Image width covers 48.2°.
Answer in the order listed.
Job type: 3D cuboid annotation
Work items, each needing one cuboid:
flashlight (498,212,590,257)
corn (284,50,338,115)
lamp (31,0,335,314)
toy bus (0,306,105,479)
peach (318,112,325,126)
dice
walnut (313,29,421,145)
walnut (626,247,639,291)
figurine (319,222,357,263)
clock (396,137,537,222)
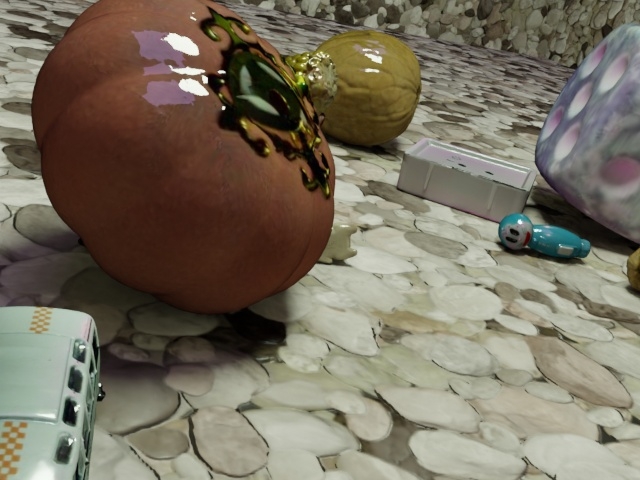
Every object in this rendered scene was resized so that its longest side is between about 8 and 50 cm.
[{"bbox_3d":[0.308,-0.004,0.984,0.129,0.051,0.051,12,23,-10],"label":"flashlight"},{"bbox_3d":[-0.121,-0.142,0.857,0.320,0.097,0.097,-16,8,30],"label":"corn"},{"bbox_3d":[-0.128,-0.071,0.659,0.305,0.239,0.305,42,30,-31],"label":"lamp"},{"bbox_3d":[-0.170,0.113,0.405,0.087,0.089,0.194,6,25,-15],"label":"toy bus"},{"bbox_3d":[-0.121,-0.175,1.104,0.189,0.068,0.279,2,5,-45],"label":"peach"},{"bbox_3d":[0.519,-0.159,1.115,0.270,0.271,0.270,26,24,-5],"label":"dice"},{"bbox_3d":[0.073,-0.280,1.306,0.228,0.228,0.228,11,23,-5],"label":"walnut"},{"bbox_3d":[0.447,0.038,0.930,0.096,0.082,0.079,-3,0,-30],"label":"walnut"},{"bbox_3d":[0.000,0.000,0.825,0.083,0.047,0.050,-1,11,-14],"label":"figurine"},{"bbox_3d":[0.234,-0.097,1.139,0.197,0.063,0.150,19,24,15],"label":"clock"}]
